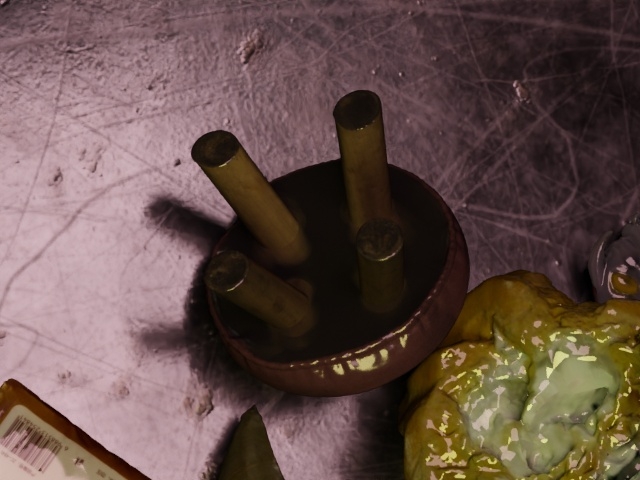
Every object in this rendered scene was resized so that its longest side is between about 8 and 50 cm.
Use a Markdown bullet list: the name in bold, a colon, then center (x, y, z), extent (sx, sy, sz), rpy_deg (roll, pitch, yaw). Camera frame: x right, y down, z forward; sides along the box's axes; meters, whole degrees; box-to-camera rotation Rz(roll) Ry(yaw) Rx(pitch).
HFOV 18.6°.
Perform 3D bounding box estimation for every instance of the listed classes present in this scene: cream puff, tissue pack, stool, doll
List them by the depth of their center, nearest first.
- **tissue pack**: center (-0.267, 0.269, 1.892), extent (0.226, 0.092, 0.183), rpy_deg (37, 71, -7)
- **stool**: center (0.000, 0.000, 1.922), extent (0.272, 0.178, 0.272), rpy_deg (-9, 54, 13)
- **cream puff**: center (0.237, 0.173, 1.985), extent (0.323, 0.274, 0.270), rpy_deg (-46, 58, -2)
- **doll**: center (0.329, 0.064, 2.121), extent (0.104, 0.062, 0.195), rpy_deg (13, 82, -12)

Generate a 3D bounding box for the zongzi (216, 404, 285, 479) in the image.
- **zongzi**: center (-0.123, 0.374, 1.833), extent (0.356, 0.174, 0.393), rpy_deg (-11, 77, -43)
